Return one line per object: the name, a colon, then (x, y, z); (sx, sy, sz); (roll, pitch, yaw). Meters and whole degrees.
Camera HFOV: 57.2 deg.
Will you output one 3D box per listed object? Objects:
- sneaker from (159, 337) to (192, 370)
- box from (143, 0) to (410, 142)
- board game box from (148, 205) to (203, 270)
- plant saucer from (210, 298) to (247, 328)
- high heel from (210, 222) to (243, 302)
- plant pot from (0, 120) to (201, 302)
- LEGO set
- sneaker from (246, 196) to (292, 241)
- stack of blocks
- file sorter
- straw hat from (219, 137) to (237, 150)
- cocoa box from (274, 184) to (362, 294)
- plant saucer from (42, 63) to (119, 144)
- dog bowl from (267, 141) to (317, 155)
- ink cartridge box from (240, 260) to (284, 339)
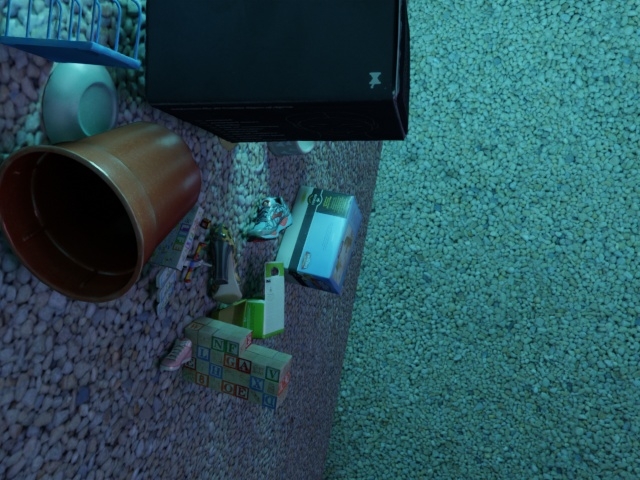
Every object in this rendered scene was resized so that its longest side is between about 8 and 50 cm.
sneaker: (-0.383, 0.298, 1.563); (0.134, 0.050, 0.070); (-19, 118, -74)
box: (-0.053, -0.389, 1.273); (0.472, 0.479, 0.298); (-14, 105, -79)
board game box: (-0.347, -0.015, 1.366); (0.026, 0.103, 0.154); (59, 46, -66)
plant saucer: (-0.300, 0.284, 1.826); (0.188, 0.045, 0.188); (-16, 117, -70)
high heel: (-0.276, 0.075, 1.728); (0.261, 0.093, 0.186); (97, -10, -65)
plant pot: (-0.358, -0.077, 1.024); (0.265, 0.272, 0.273); (-57, 154, -57)
LEGO set: (-0.333, 0.060, 1.484); (0.182, 0.060, 0.244); (109, 5, -50)
sneaker: (-0.181, -0.075, 1.923); (0.262, 0.104, 0.125); (-50, 131, -65)
stack of blocks: (-0.234, 0.338, 1.645); (0.087, 0.297, 0.171); (-38, 139, -64)
file sorter: (-0.382, -0.338, 0.915); (0.118, 0.170, 0.105); (-8, 107, -72)
straw hat: (-0.222, -0.312, 1.635); (0.144, 0.061, 0.145); (12, 90, -73)
cocoa box: (0.000, 0.000, 2.282); (0.231, 0.227, 0.347); (59, 46, -66)
plant saucer: (-0.423, -0.240, 1.079); (0.195, 0.037, 0.195); (13, 90, -74)
dog bowl: (-0.072, -0.446, 1.959); (0.349, 0.102, 0.349); (12, 90, -72)
ink cartridge box: (-0.198, 0.199, 2.021); (0.189, 0.097, 0.255); (4, 86, -73)
